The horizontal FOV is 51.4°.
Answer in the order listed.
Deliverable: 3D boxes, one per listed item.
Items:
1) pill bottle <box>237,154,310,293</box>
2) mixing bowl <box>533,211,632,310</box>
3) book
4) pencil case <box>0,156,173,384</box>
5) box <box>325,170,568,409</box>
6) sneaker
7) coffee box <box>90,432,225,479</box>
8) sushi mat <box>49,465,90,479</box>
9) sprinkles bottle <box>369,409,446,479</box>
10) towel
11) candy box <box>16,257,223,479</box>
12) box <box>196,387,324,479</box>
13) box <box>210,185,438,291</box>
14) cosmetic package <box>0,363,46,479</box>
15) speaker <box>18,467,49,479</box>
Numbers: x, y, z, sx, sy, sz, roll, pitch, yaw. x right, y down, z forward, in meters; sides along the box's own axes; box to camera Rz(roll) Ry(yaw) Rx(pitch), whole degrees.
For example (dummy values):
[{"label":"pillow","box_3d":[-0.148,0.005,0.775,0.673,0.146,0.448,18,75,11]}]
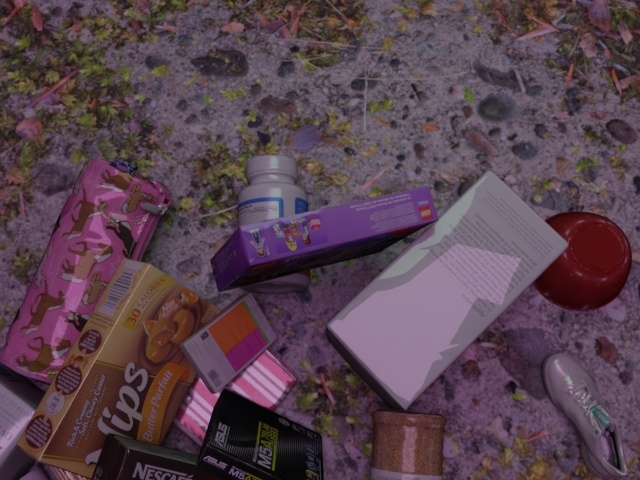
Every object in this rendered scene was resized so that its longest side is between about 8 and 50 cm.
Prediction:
[{"label":"pill bottle","box_3d":[-0.081,-0.027,1.141,0.124,0.124,0.222,-1,75,1]},{"label":"mixing bowl","box_3d":[0.454,0.023,1.134,0.181,0.098,0.182,0,75,1]},{"label":"book","box_3d":[-0.146,0.165,1.082,0.144,0.035,0.096,-38,102,-35]},{"label":"pencil case","box_3d":[-0.386,0.057,1.111,0.160,0.167,0.386,27,76,-27]},{"label":"box","box_3d":[0.187,0.089,1.060,0.345,0.215,0.168,-42,79,-9]},{"label":"sneaker","box_3d":[0.436,0.277,1.071,0.080,0.094,0.212,-24,76,-4]},{"label":"coffee box","box_3d":[-0.186,0.405,0.969,0.297,0.118,0.168,25,74,-26]},{"label":"sushi mat","box_3d":[-0.309,0.429,1.084,0.151,0.019,0.317,-37,78,-7]},{"label":"sprinkles bottle","box_3d":[0.127,0.445,1.019,0.121,0.121,0.356,4,76,2]},{"label":"towel","box_3d":[-0.151,0.260,1.121,0.144,0.029,0.197,40,80,7]},{"label":"candy box","box_3d":[-0.298,0.209,1.040,0.087,0.183,0.317,9,66,45]},{"label":"box","box_3d":[-0.085,0.315,1.004,0.184,0.191,0.045,30,99,-6]},{"label":"box","box_3d":[0.000,0.000,0.986,0.293,0.201,0.057,-13,81,-24]},{"label":"cosmetic package","box_3d":[-0.575,0.306,1.059,0.224,0.138,0.225,32,80,9]},{"label":"speaker","box_3d":[-0.436,0.434,1.065,0.055,0.055,0.136,-39,79,-8]}]
